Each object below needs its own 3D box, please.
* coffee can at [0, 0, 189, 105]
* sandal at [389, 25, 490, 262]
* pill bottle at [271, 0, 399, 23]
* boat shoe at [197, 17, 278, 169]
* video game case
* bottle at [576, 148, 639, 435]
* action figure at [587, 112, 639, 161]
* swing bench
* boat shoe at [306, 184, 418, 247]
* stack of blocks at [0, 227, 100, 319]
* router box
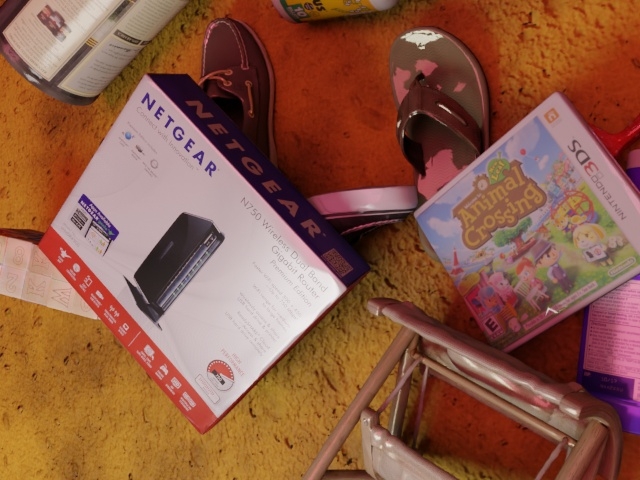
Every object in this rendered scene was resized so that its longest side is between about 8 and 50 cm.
[{"bbox_3d":[-0.356,-0.381,1.030,0.275,0.201,0.202,-36,68,21],"label":"coffee can"},{"bbox_3d":[0.147,-0.123,0.780,0.120,0.086,0.303,-14,79,30],"label":"sandal"},{"bbox_3d":[0.042,-0.358,0.849,0.208,0.117,0.118,3,86,29],"label":"pill bottle"},{"bbox_3d":[-0.130,-0.195,0.944,0.109,0.091,0.305,-14,78,27],"label":"boat shoe"},{"bbox_3d":[0.219,-0.013,0.674,0.212,0.023,0.193,-43,64,34],"label":"video game case"},{"bbox_3d":[0.333,0.051,0.654,0.118,0.092,0.283,5,87,31],"label":"bottle"},{"bbox_3d":[0.377,-0.222,0.658,0.280,0.091,0.139,-39,76,20],"label":"action figure"},{"bbox_3d":[0.144,0.224,0.673,0.253,0.165,0.255,25,94,46],"label":"swing bench"},{"bbox_3d":[-0.003,0.000,0.831,0.306,0.113,0.105,-13,86,36],"label":"boat shoe"},{"bbox_3d":[-0.392,0.052,1.018,0.297,0.171,0.087,12,91,12],"label":"stack of blocks"},{"bbox_3d":[-0.157,0.019,0.796,0.335,0.082,0.301,46,117,8],"label":"router box"}]
